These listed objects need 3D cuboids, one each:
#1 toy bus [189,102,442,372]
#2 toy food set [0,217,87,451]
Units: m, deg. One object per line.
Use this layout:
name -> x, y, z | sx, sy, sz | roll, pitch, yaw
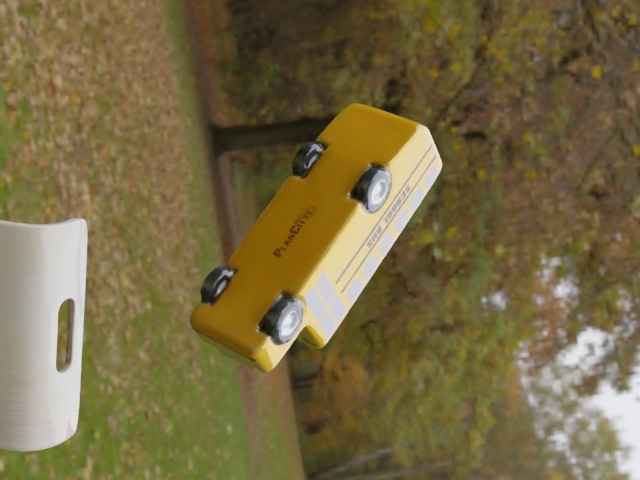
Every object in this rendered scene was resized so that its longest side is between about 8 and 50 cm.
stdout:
toy bus -> 0.000, 0.000, 1.289 | 0.333, 0.108, 0.130 | -55, 147, -17
toy food set -> -0.372, 0.060, 1.079 | 0.092, 0.306, 0.220 | -63, 161, -72
